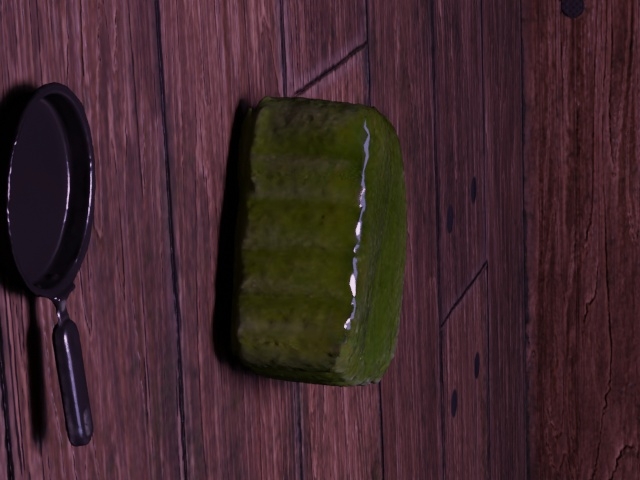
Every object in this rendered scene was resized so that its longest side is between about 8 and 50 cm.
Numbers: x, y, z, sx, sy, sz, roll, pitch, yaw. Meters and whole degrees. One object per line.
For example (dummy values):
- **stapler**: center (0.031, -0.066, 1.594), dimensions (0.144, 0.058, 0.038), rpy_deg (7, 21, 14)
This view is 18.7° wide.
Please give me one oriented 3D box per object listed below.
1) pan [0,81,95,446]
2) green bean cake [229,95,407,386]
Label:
- **pan**: center (-0.171, 0.018, 1.227), dimensions (0.136, 0.028, 0.235), rpy_deg (-36, 123, -70)
- **green bean cake**: center (0.000, 0.000, 1.672), dimensions (0.222, 0.125, 0.248), rpy_deg (30, 66, -74)
